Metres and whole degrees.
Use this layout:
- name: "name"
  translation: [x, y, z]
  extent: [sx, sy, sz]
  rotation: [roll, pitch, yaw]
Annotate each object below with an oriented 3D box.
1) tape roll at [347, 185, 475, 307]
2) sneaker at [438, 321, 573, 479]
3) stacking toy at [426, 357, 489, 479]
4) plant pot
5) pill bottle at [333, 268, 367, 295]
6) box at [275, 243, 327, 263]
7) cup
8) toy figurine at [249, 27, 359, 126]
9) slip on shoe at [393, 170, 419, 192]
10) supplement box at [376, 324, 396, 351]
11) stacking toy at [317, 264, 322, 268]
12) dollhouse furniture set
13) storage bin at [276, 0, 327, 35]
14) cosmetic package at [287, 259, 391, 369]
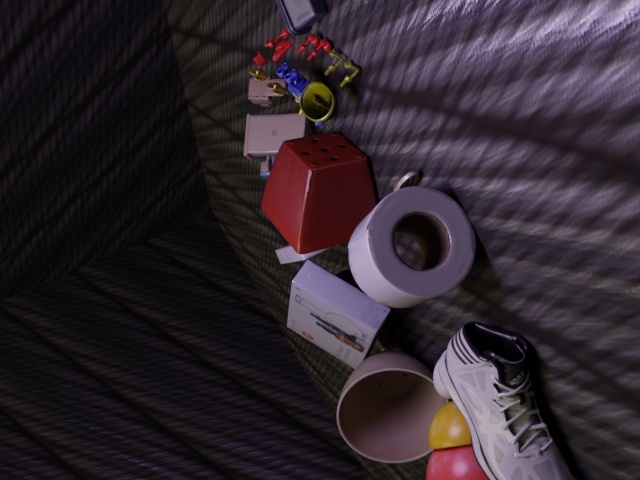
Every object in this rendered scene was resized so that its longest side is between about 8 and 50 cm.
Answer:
- name: "tape roll"
  translation: [0.198, 0.019, 1.438]
  extent: [0.246, 0.246, 0.169]
  rotation: [64, 164, 8]
- name: "sneaker"
  translation: [0.410, 0.374, 1.401]
  extent: [0.447, 0.169, 0.257]
  rotation: [59, 164, 31]
- name: "stacking toy"
  translation: [0.386, 0.512, 1.597]
  extent: [0.350, 0.350, 0.480]
  rotation: [123, 141, -71]
- name: "plant pot"
  translation: [0.004, -0.155, 1.820]
  extent: [0.267, 0.267, 0.236]
  rotation: [48, 144, 45]
- name: "pill bottle"
  translation: [0.106, 0.215, 2.207]
  extent: [0.219, 0.122, 0.123]
  rotation: [63, 163, 11]
- name: "box"
  translation: [0.000, 0.000, 2.046]
  extent: [0.058, 0.232, 0.322]
  rotation: [67, 163, -4]
- name: "cup"
  translation: [0.217, 0.467, 1.966]
  extent: [0.237, 0.331, 0.331]
  rotation: [-81, -25, -69]
- name: "toy figurine"
  translation: [-0.001, -0.407, 1.749]
  extent: [0.362, 0.191, 0.217]
  rotation: [43, -177, 38]
- name: "slip on shoe"
  translation: [0.202, -0.141, 1.555]
  extent: [0.135, 0.051, 0.041]
  rotation: [98, 156, -71]
- name: "supplement box"
  translation: [0.213, 0.332, 2.174]
  extent: [0.083, 0.043, 0.055]
  rotation: [60, 163, 17]
- name: "stacking toy"
  translation: [-0.002, 0.290, 2.634]
  extent: [0.309, 0.130, 0.279]
  rotation: [60, 162, 22]
- name: "dollhouse furniture set"
  translation: [-0.097, -0.354, 2.147]
  extent: [0.303, 0.198, 0.286]
  rotation: [29, -117, -71]
- name: "storage bin"
  translation: [-0.041, -0.598, 1.618]
  extent: [0.091, 0.098, 0.135]
  rotation: [-14, 100, 45]
- name: "cosmetic package"
  translation: [0.043, 0.241, 1.992]
  extent: [0.284, 0.097, 0.377]
  rotation: [32, 154, 12]
